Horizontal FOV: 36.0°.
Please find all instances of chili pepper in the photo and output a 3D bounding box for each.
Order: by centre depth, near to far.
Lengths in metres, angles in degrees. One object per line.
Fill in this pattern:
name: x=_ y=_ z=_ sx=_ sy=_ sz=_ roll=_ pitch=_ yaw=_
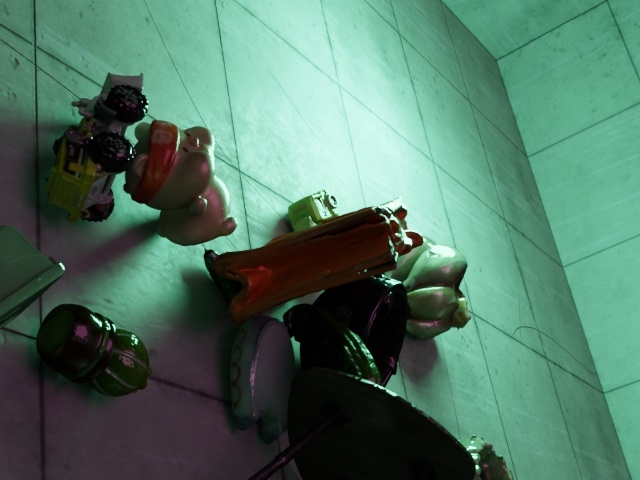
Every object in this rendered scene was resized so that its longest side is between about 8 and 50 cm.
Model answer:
chili pepper: x=0.024 y=0.189 z=1.601 sx=0.074 sy=0.100 sz=0.257 roll=39 pitch=6 yaw=-43

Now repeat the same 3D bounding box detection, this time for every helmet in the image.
helmet: x=0.045 y=0.185 z=1.770 sx=0.279 sy=0.160 sz=0.230 roll=-66 pitch=157 yaw=-5

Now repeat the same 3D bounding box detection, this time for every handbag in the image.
handbag: x=0.007 y=0.020 z=1.639 sx=0.410 sy=0.303 sz=0.116 roll=-23 pitch=92 yaw=-79

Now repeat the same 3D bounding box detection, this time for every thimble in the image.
thimble: x=0.294 y=0.508 z=1.967 sx=0.219 sy=0.150 sz=0.219 roll=42 pitch=34 yaw=-37

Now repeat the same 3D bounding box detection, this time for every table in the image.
table: x=0.027 y=0.407 z=1.457 sx=0.317 sy=0.317 sz=0.249 roll=57 pitch=35 yaw=-14

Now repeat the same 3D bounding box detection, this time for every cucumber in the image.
cucumber: x=-0.155 y=0.073 z=1.658 sx=0.168 sy=0.039 sz=0.039 roll=60 pitch=26 yaw=-15

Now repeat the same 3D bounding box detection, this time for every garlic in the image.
garlic: x=0.231 y=0.105 z=2.274 sx=0.292 sy=0.210 sz=0.238 roll=35 pitch=72 yaw=-52

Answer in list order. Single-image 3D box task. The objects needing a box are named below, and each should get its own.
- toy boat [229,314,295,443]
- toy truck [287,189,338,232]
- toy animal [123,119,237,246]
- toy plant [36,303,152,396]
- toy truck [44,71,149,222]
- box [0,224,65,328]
toy boat: x=-0.103 y=0.220 z=1.598 sx=0.134 sy=0.078 sz=0.208 roll=36 pitch=48 yaw=-48
toy truck: x=0.000 y=0.000 z=1.964 sx=0.116 sy=0.085 sz=0.191 roll=-15 pitch=82 yaw=-59
toy animal: x=-0.223 y=-0.094 z=1.536 sx=0.171 sy=0.171 sz=0.198 roll=-83 pitch=152 yaw=-49
toy plant: x=-0.287 y=0.149 z=1.280 sx=0.162 sy=0.092 sz=0.093 roll=41 pitch=34 yaw=-44
toy truck: x=-0.326 y=-0.146 z=1.439 sx=0.111 sy=0.136 sz=0.286 roll=21 pitch=37 yaw=-16
box: x=-0.394 y=0.057 z=1.139 sx=0.093 sy=0.124 sz=0.172 roll=50 pitch=26 yaw=-4
